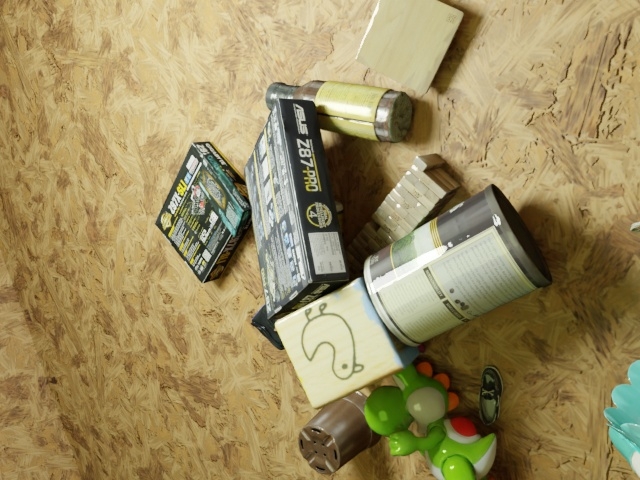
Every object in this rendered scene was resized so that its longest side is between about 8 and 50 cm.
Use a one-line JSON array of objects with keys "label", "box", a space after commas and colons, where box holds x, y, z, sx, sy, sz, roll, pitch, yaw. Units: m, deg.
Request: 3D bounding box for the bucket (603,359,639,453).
[{"label": "bucket", "box": [0.591, 0.239, 0.758, 0.183, 0.281, 0.281, 41, 122, 18]}]

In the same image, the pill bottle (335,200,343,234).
[{"label": "pill bottle", "box": [0.000, 0.000, 1.230, 0.103, 0.103, 0.184, 13, 109, 34]}]

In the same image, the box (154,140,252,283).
[{"label": "box", "box": [-0.324, -0.075, 1.469, 0.257, 0.079, 0.322, 48, 125, 19]}]

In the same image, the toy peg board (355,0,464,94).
[{"label": "toy peg board", "box": [0.180, -0.402, 1.026, 0.160, 0.079, 0.161, 29, 119, 10]}]

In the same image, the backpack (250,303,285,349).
[{"label": "backpack", "box": [-0.101, 0.216, 1.360, 0.120, 0.101, 0.098, 48, 132, 12]}]

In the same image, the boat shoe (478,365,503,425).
[{"label": "boat shoe", "box": [0.355, 0.328, 1.090, 0.046, 0.038, 0.125, 9, 107, 35]}]

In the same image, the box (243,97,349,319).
[{"label": "box", "box": [-0.070, -0.053, 1.128, 0.318, 0.097, 0.395, 135, 127, -59]}]

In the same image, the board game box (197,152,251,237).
[{"label": "board game box", "box": [-0.248, -0.113, 1.311, 0.186, 0.026, 0.126, 53, 147, 15]}]

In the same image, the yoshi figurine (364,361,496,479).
[{"label": "yoshi figurine", "box": [0.223, 0.438, 1.114, 0.362, 0.203, 0.204, 58, 147, 23]}]

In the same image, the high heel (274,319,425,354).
[{"label": "high heel", "box": [0.072, 0.164, 1.231, 0.377, 0.127, 0.181, 9, 72, 18]}]

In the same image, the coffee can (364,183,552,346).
[{"label": "coffee can", "box": [0.249, 0.052, 0.963, 0.275, 0.201, 0.202, -32, 82, 25]}]

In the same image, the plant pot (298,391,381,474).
[{"label": "plant pot", "box": [0.043, 0.478, 1.280, 0.167, 0.165, 0.167, 10, 108, 34]}]

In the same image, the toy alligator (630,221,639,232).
[{"label": "toy alligator", "box": [0.587, -0.064, 0.815, 0.189, 0.056, 0.051, -22, 46, 39]}]

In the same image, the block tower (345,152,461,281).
[{"label": "block tower", "box": [0.160, -0.027, 1.113, 0.097, 0.091, 0.335, 46, 124, 18]}]

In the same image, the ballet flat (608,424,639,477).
[{"label": "ballet flat", "box": [0.613, 0.420, 0.891, 0.247, 0.087, 0.083, 42, 123, 21]}]

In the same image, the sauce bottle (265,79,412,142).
[{"label": "sauce bottle", "box": [0.028, -0.294, 1.130, 0.344, 0.111, 0.111, 20, 113, 31]}]

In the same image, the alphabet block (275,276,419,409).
[{"label": "alphabet block", "box": [0.059, 0.198, 1.043, 0.197, 0.193, 0.192, -31, 76, 16]}]
